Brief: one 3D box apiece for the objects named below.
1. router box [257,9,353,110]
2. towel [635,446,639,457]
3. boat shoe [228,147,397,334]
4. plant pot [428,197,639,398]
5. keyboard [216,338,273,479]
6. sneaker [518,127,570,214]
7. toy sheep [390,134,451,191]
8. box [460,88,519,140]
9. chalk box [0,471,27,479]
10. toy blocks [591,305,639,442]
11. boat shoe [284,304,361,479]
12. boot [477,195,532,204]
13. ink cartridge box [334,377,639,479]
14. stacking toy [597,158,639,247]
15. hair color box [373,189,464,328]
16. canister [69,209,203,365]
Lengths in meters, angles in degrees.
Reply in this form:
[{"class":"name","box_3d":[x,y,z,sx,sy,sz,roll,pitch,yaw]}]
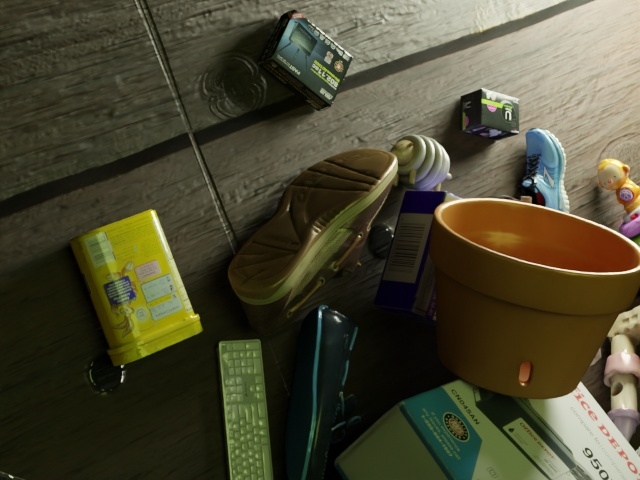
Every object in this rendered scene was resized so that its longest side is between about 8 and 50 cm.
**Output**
[{"class":"router box","box_3d":[-0.021,-0.260,1.958,0.122,0.038,0.092,36,63,-26]},{"class":"towel","box_3d":[0.519,0.451,2.058,0.121,0.283,0.235,6,64,-1]},{"class":"boat shoe","box_3d":[0.000,0.000,1.895,0.342,0.123,0.123,-50,141,-37]},{"class":"plant pot","box_3d":[0.278,0.084,1.849,0.291,0.291,0.203,-4,113,-37]},{"class":"keyboard","box_3d":[-0.098,0.261,1.820,0.072,0.014,0.256,-1,82,-36]},{"class":"sneaker","box_3d":[0.356,-0.103,2.193,0.073,0.063,0.162,-7,86,-34]},{"class":"toy sheep","box_3d":[0.151,-0.112,2.031,0.132,0.091,0.091,26,66,-46]},{"class":"box","box_3d":[0.268,-0.199,2.152,0.083,0.052,0.062,10,75,-36]},{"class":"chalk box","box_3d":[-0.383,0.405,1.483,0.180,0.179,0.289,26,68,-31]},{"class":"toy blocks","box_3d":[0.575,0.205,2.137,0.309,0.288,0.260,31,47,-31]},{"class":"boat shoe","box_3d":[0.015,0.217,1.851,0.089,0.109,0.258,16,74,-22]},{"class":"boot","box_3d":[0.292,-0.014,2.149,0.106,0.037,0.114,1,91,-22]},{"class":"ink cartridge box","box_3d":[0.256,0.330,1.865,0.395,0.166,0.285,-12,61,-50]},{"class":"stacking toy","box_3d":[0.574,-0.019,2.297,0.302,0.175,0.166,49,46,-4]},{"class":"hair color box","box_3d":[0.260,0.064,2.046,0.339,0.110,0.185,21,81,-33]},{"class":"canister","box_3d":[-0.234,0.058,1.721,0.126,0.073,0.170,-22,94,-37]}]
